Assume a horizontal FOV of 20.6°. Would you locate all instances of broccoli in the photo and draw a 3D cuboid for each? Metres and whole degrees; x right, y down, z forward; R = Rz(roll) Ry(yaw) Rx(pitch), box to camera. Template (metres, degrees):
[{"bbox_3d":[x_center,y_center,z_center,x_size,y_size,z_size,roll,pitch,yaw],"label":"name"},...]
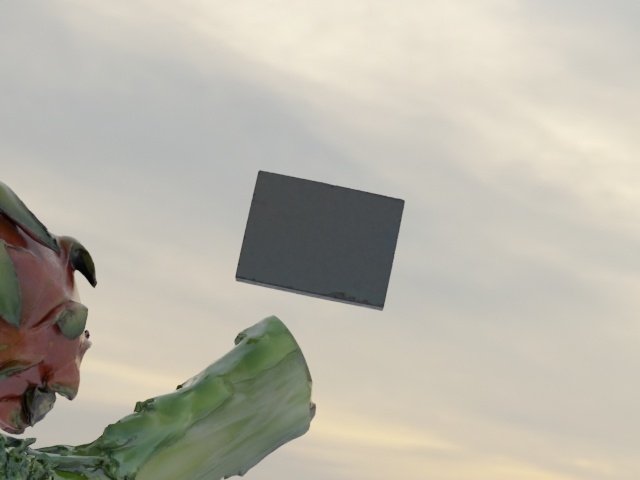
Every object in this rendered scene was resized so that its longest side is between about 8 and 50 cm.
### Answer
[{"bbox_3d":[-0.165,0.171,1.371,0.252,0.361,0.221,50,-16,-33],"label":"broccoli"}]

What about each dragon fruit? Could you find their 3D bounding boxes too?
[{"bbox_3d":[-0.327,0.067,1.726,0.227,0.224,0.224,37,-21,-17],"label":"dragon fruit"}]

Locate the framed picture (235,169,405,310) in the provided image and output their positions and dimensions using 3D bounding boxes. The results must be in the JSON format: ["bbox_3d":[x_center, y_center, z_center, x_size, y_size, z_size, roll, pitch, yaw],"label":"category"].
[{"bbox_3d":[0.000,0.000,1.962,0.168,0.128,0.023,11,-14,2],"label":"framed picture"}]
